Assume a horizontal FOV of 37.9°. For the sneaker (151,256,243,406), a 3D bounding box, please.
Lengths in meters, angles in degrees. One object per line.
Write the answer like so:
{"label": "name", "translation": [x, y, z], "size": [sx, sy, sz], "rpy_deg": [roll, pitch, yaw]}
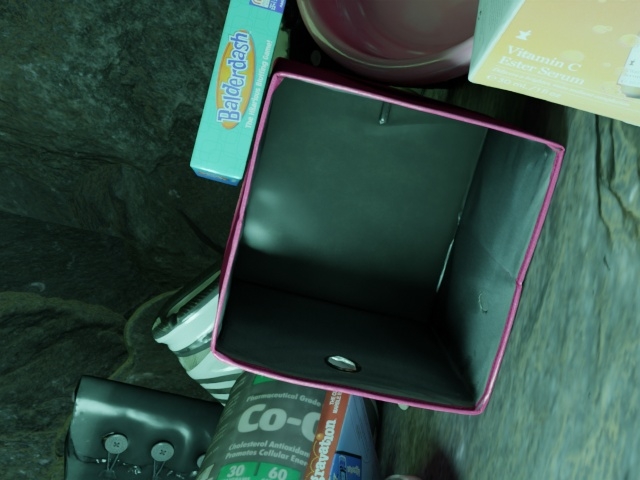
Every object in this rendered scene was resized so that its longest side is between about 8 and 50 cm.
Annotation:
{"label": "sneaker", "translation": [-0.009, 0.086, 1.424], "size": [0.447, 0.257, 0.169], "rpy_deg": [-38, 18, -3]}

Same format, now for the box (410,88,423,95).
{"label": "box", "translation": [0.111, -0.312, 1.561], "size": [0.275, 0.113, 0.094], "rpy_deg": [-89, 15, -56]}

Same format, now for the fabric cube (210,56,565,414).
{"label": "fabric cube", "translation": [0.044, -0.018, 0.899], "size": [0.258, 0.254, 0.259], "rpy_deg": [-109, 32, -76]}

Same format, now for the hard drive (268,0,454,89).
{"label": "hard drive", "translation": [0.057, -0.305, 1.121], "size": [0.339, 0.064, 0.237], "rpy_deg": [-9, -74, -49]}

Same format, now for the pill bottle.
{"label": "pill bottle", "translation": [-0.036, 0.267, 1.168], "size": [0.361, 0.204, 0.204], "rpy_deg": [-72, -1, -57]}

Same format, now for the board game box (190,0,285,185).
{"label": "board game box", "translation": [-0.076, -0.134, 0.851], "size": [0.210, 0.047, 0.160], "rpy_deg": [-169, 93, -83]}

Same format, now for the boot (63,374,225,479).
{"label": "boot", "translation": [-0.213, 0.295, 1.653], "size": [0.146, 0.445, 0.367], "rpy_deg": [-99, 23, -74]}

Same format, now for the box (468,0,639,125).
{"label": "box", "translation": [0.179, -0.157, 0.551], "size": [0.170, 0.130, 0.091], "rpy_deg": [117, 165, -68]}

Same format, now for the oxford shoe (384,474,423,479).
{"label": "oxford shoe", "translation": [0.048, 0.333, 0.738], "size": [0.449, 0.130, 0.169], "rpy_deg": [-86, 6, -68]}

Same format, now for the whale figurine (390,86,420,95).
{"label": "whale figurine", "translation": [0.044, -0.096, 1.247], "size": [0.272, 0.216, 0.141], "rpy_deg": [-54, -20, -32]}

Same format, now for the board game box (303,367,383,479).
{"label": "board game box", "translation": [0.030, 0.267, 0.933], "size": [0.281, 0.027, 0.145], "rpy_deg": [76, -158, -46]}

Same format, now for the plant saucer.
{"label": "plant saucer", "translation": [0.123, -0.300, 0.887], "size": [0.332, 0.084, 0.332], "rpy_deg": [-12, 70, 36]}

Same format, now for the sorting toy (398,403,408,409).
{"label": "sorting toy", "translation": [0.094, 0.160, 1.114], "size": [0.083, 0.044, 0.075], "rpy_deg": [-147, 50, -83]}
